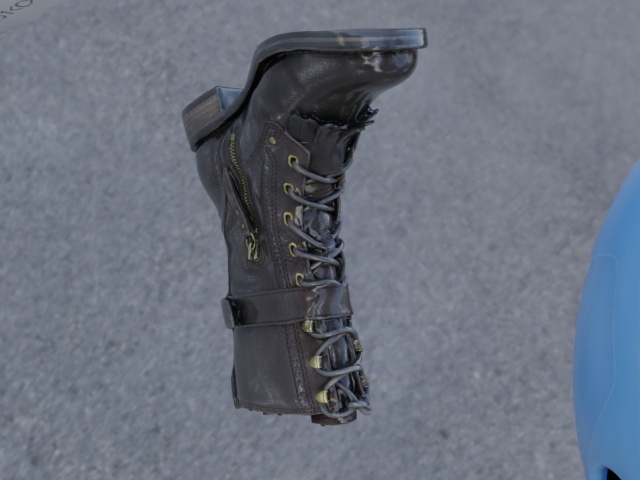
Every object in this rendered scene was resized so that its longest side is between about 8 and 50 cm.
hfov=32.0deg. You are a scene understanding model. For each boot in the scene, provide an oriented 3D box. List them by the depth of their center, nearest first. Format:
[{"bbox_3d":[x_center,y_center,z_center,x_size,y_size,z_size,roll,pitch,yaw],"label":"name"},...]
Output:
[{"bbox_3d":[0.000,0.000,0.699,0.091,0.263,0.229,-7,83,-30],"label":"boot"}]

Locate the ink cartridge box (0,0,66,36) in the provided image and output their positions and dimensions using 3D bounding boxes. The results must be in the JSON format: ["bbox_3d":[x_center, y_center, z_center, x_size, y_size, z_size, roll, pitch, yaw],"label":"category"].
[{"bbox_3d":[-0.207,-0.226,0.337,0.261,0.066,0.296,-1,77,-55],"label":"ink cartridge box"}]

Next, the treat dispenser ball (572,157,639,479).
[{"bbox_3d":[0.232,0.050,0.378,0.288,0.288,0.288,20,47,-22],"label":"treat dispenser ball"}]
